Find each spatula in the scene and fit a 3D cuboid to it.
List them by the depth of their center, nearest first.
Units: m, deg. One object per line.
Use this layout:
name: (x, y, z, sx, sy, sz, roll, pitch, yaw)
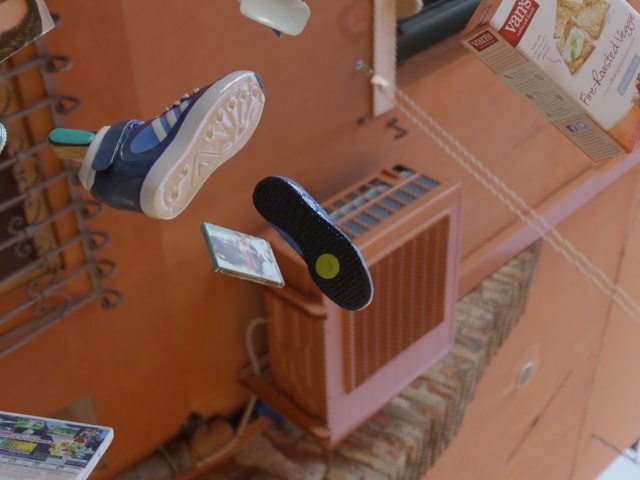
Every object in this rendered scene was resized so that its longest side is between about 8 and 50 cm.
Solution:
spatula: (-0.106, -0.368, 1.128, 0.242, 0.168, 0.019, 25, -15, -3)

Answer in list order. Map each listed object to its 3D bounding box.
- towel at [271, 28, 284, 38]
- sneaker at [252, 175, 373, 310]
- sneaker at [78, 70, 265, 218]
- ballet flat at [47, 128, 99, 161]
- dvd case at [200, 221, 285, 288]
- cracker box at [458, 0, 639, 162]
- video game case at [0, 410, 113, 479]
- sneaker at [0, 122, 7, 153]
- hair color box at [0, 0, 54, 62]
towel: (-0.130, -0.634, 1.984, 0.336, 0.040, 0.243, 53, -47, 37)
sneaker: (0.000, 0.000, 1.143, 0.209, 0.069, 0.082, 49, 12, 13)
sneaker: (-0.270, -0.187, 1.524, 0.236, 0.323, 0.130, 20, -27, 31)
ballet flat: (-0.487, -0.207, 1.997, 0.232, 0.080, 0.073, 6, -42, 8)
dvd case: (-0.109, 0.021, 1.269, 0.013, 0.119, 0.087, -46, -133, 26)
cracker box: (0.290, -0.222, 1.037, 0.232, 0.156, 0.067, 37, -20, -16)
video game case: (-0.398, 0.285, 1.177, 0.201, 0.183, 0.023, 7, -71, 6)
sneaker: (-0.723, -0.195, 1.911, 0.063, 0.162, 0.073, -13, -39, 37)
hair color box: (-0.616, -0.480, 1.519, 0.113, 0.185, 0.374, 34, -26, 30)
